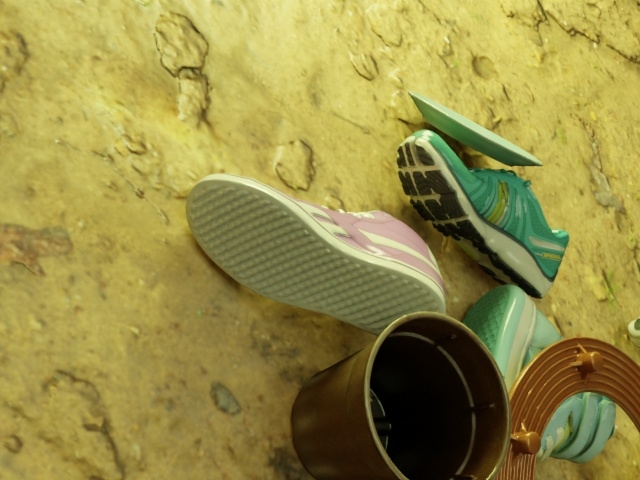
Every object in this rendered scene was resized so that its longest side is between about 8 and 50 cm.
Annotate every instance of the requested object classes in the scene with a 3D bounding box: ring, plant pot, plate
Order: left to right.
[{"bbox_3d":[0.063,0.168,0.796,0.166,0.165,0.167,13,65,-30],"label":"plant pot"},{"bbox_3d":[0.186,-0.131,1.023,0.188,0.024,0.188,27,15,-8],"label":"plate"},{"bbox_3d":[0.299,0.268,0.864,0.336,0.032,0.337,11,71,-35],"label":"ring"}]

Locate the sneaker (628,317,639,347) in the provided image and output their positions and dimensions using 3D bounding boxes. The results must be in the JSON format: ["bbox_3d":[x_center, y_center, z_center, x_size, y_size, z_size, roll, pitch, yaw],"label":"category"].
[{"bbox_3d":[0.549,0.165,1.168,0.292,0.110,0.119,14,74,-29],"label":"sneaker"}]

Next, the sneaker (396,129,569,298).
[{"bbox_3d":[0.197,-0.044,0.997,0.275,0.107,0.110,40,77,-26],"label":"sneaker"}]

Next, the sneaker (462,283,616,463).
[{"bbox_3d":[0.231,0.223,0.913,0.208,0.127,0.319,36,56,-15],"label":"sneaker"}]

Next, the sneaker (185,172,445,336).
[{"bbox_3d":[0.000,0.001,0.879,0.282,0.102,0.161,29,25,-5],"label":"sneaker"}]
